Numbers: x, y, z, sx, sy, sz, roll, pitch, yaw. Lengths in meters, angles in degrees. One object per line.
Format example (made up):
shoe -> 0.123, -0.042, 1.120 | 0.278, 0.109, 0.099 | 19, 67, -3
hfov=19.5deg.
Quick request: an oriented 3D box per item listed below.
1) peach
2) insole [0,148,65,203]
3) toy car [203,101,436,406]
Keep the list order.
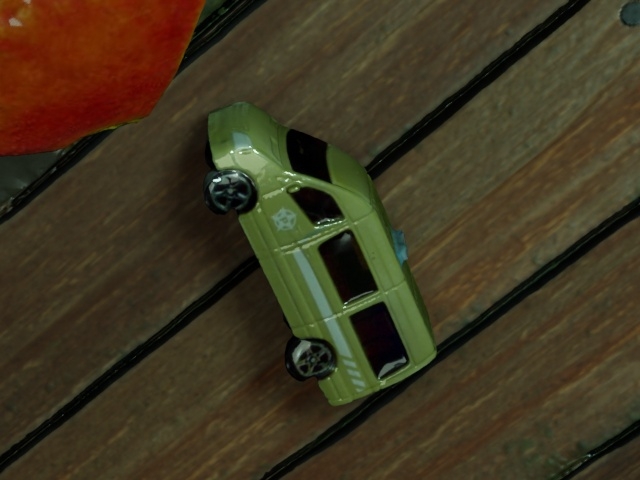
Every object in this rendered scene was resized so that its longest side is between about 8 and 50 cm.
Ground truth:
peach -> -0.231, -0.224, 1.297 | 0.306, 0.242, 0.380 | 21, 115, -13
insole -> -0.302, -0.051, 1.512 | 0.111, 0.007, 0.328 | 40, 111, -15
toy car -> 0.000, 0.000, 1.476 | 0.124, 0.101, 0.257 | -21, 115, 7
